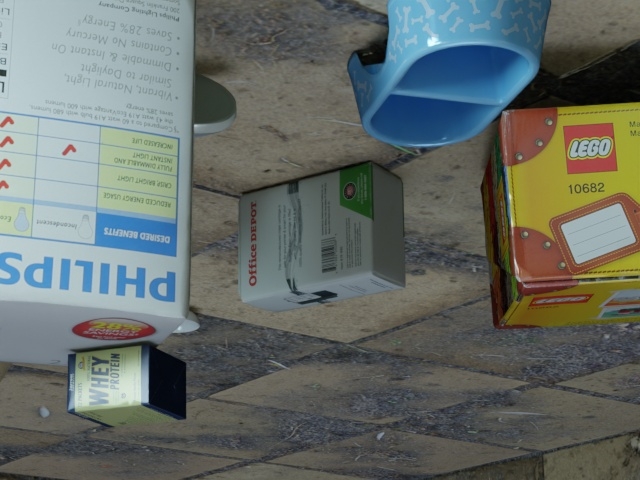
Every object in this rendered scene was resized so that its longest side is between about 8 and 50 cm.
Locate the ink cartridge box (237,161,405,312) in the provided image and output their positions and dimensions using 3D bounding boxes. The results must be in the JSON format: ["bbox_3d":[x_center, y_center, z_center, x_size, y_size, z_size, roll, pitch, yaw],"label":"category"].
[{"bbox_3d":[0.000,0.000,1.971,0.208,0.153,0.087,-12,159,32],"label":"ink cartridge box"}]

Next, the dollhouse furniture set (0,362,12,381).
[{"bbox_3d":[-0.590,0.133,2.531,0.151,0.123,0.144,30,175,28],"label":"dollhouse furniture set"}]

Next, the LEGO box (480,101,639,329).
[{"bbox_3d":[0.447,-0.027,1.740,0.500,0.193,0.372,-3,169,1],"label":"LEGO box"}]

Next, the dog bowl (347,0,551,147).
[{"bbox_3d":[0.130,-0.178,1.578,0.166,0.074,0.297,5,161,-15],"label":"dog bowl"}]

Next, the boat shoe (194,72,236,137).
[{"bbox_3d":[-0.203,-0.138,1.661,0.227,0.079,0.081,5,143,4],"label":"boat shoe"}]

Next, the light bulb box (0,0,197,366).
[{"bbox_3d":[-0.312,-0.085,1.401,0.358,0.361,0.225,7,159,-19],"label":"light bulb box"}]

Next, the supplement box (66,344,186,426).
[{"bbox_3d":[-0.178,0.135,1.406,0.083,0.056,0.083,-8,161,18],"label":"supplement box"}]

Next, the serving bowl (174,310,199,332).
[{"bbox_3d":[-0.242,0.129,2.523,0.083,0.027,0.083,-1,162,0],"label":"serving bowl"}]
